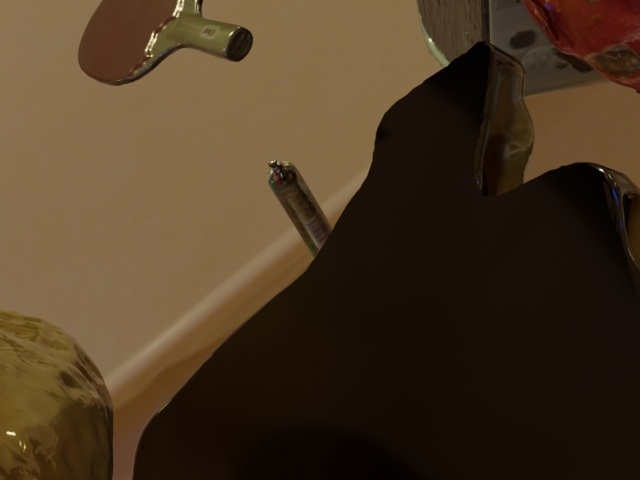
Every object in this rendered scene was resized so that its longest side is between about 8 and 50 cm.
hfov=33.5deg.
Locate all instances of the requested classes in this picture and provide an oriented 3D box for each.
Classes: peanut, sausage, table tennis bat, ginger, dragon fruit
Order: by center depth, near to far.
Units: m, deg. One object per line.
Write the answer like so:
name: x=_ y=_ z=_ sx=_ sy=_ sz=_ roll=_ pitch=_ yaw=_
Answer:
peanut: x=-0.139 y=0.089 z=0.398 sx=0.125 sy=0.111 sz=0.274 roll=-58 pitch=7 yaw=-6
ginger: x=0.084 y=0.124 z=0.509 sx=0.358 sy=0.211 sz=0.413 roll=-57 pitch=35 yaw=12
dragon fruit: x=0.231 y=-0.263 z=0.754 sx=0.134 sy=0.261 sz=0.211 roll=6 pitch=-17 yaw=-21
table tennis bat: x=-0.129 y=-0.179 z=0.876 sx=0.234 sy=0.022 sz=0.131 roll=24 pitch=79 yaw=48
sausage: x=0.000 y=0.000 z=1.074 sx=0.033 sy=0.033 sz=0.269 roll=-39 pitch=-38 yaw=-7

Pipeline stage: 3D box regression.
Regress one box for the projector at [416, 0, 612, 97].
projector: x=0.232 y=-0.289 z=1.009 sx=0.249 sy=0.248 sz=0.248 roll=-12 pitch=33 yaw=-7
